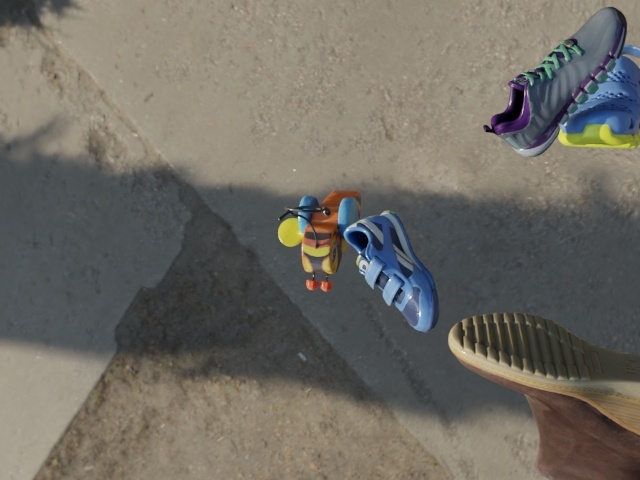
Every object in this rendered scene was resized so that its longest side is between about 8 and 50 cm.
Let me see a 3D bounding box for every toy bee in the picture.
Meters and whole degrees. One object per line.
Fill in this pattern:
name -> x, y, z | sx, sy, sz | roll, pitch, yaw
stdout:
toy bee -> 0.000, 0.000, 1.020 | 0.195, 0.298, 0.162 | 10, 105, 38

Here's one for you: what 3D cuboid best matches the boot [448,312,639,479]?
boot -> 0.248, 0.188, 0.602 | 0.248, 0.090, 0.207 | 12, 128, 15

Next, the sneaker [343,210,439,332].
sneaker -> 0.070, 0.033, 0.580 | 0.053, 0.059, 0.144 | 109, 144, -45

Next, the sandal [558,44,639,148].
sandal -> 0.468, -0.234, 0.931 | 0.126, 0.317, 0.138 | 9, 118, 27

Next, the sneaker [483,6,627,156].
sneaker -> 0.321, -0.225, 0.788 | 0.224, 0.098, 0.083 | -61, 27, 19
